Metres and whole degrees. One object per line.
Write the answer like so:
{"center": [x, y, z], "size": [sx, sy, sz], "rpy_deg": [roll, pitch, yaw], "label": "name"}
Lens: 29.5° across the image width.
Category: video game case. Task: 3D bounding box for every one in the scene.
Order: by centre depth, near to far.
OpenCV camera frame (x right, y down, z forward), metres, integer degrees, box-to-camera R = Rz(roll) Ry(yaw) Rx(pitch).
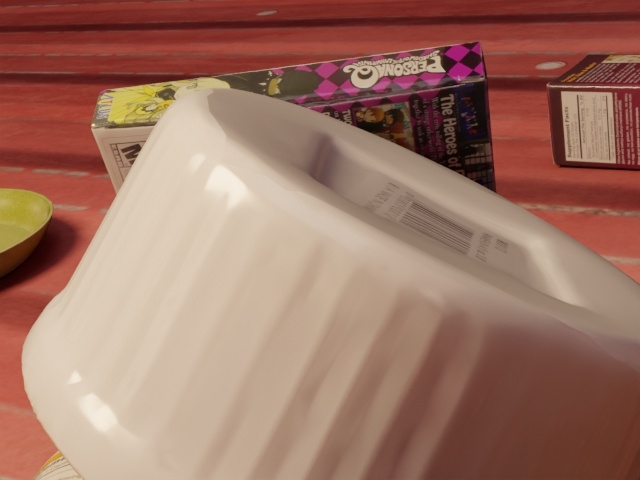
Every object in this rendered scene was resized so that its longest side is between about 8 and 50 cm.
{"center": [0.000, 0.000, 0.711], "size": [0.210, 0.232, 0.042], "rpy_deg": [-7, 43, 8], "label": "video game case"}

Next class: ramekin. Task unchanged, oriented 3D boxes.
{"center": [0.024, 0.043, 0.536], "size": [0.277, 0.135, 0.277], "rpy_deg": [24, 13, -6], "label": "ramekin"}

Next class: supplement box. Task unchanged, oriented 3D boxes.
{"center": [0.310, -0.115, 1.087], "size": [0.188, 0.081, 0.104], "rpy_deg": [5, 25, 33], "label": "supplement box"}

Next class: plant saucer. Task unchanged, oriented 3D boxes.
{"center": [-0.356, 0.011, 1.095], "size": [0.240, 0.037, 0.241], "rpy_deg": [-7, 21, 3], "label": "plant saucer"}

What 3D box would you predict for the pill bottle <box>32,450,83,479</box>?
{"center": [-0.085, 0.150, 0.505], "size": [0.117, 0.118, 0.208], "rpy_deg": [-4, 22, 12], "label": "pill bottle"}
